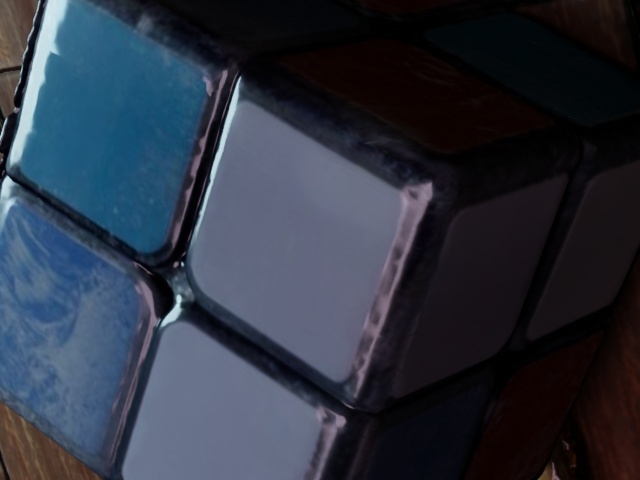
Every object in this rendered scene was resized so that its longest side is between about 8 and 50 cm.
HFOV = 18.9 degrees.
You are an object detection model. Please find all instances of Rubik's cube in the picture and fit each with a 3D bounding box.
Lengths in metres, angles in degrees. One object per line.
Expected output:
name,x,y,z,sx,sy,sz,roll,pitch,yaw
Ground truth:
Rubik's cube,0.000,0.000,1.251,0.318,0.313,0.316,34,119,26

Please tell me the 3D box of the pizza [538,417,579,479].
pizza,0.138,0.154,1.425,0.182,0.062,0.161,36,138,29
